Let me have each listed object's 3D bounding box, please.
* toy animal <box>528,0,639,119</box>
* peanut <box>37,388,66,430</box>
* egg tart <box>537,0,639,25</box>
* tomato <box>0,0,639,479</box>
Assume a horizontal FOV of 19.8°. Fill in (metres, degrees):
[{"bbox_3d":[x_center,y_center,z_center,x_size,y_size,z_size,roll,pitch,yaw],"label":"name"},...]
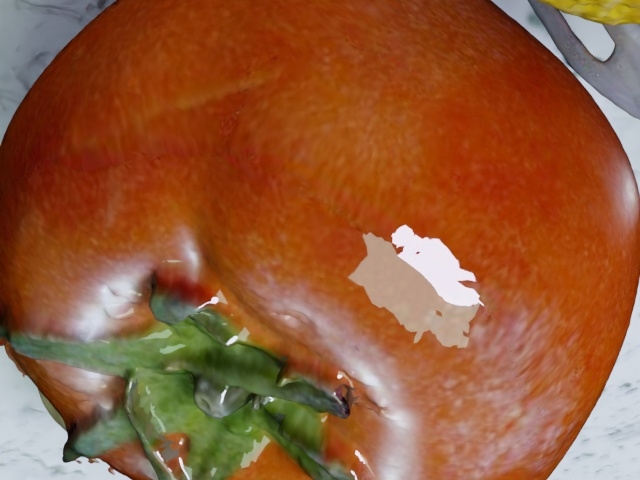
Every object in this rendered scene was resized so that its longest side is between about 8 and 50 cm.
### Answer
[{"bbox_3d":[0.250,-0.058,0.974,0.284,0.302,0.225,11,135,-32],"label":"toy animal"},{"bbox_3d":[-0.038,0.113,1.191,0.313,0.149,0.149,20,128,-28],"label":"peanut"},{"bbox_3d":[0.172,-0.171,0.808,0.318,0.128,0.319,-5,173,-1],"label":"egg tart"},{"bbox_3d":[0.000,0.000,0.984,0.341,0.273,0.341,15,134,16],"label":"tomato"}]
